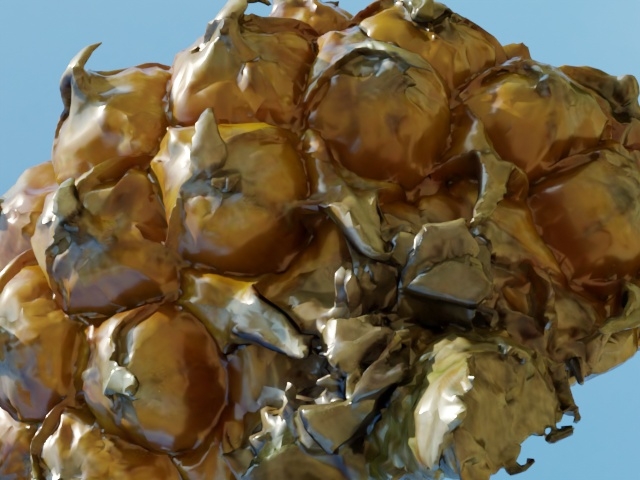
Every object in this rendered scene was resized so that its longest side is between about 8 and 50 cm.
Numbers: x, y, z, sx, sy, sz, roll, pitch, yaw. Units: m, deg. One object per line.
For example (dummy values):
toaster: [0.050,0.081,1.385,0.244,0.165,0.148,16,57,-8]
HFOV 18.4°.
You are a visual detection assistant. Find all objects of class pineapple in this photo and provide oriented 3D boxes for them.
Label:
pineapple: [-0.006,0.002,0.529,0.164,0.250,0.140,-61,-48,-79]
